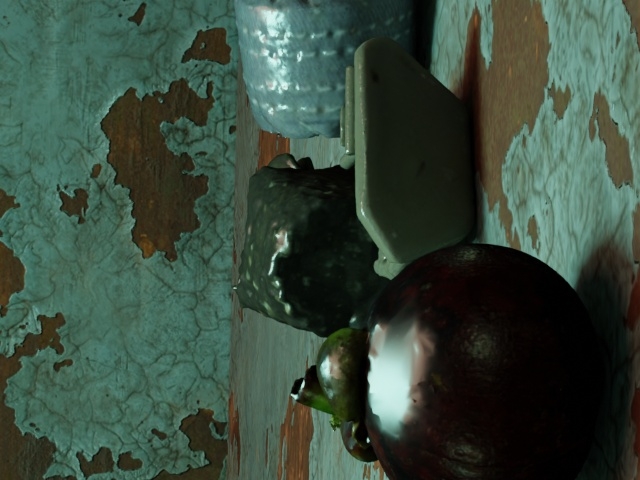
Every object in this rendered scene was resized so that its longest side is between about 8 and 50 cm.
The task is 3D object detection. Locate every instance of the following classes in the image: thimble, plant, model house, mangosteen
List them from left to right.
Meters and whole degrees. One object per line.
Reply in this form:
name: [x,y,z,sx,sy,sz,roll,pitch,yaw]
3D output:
plant: [0.000,0.000,2.132,0.276,0.188,0.199,-122,36,-73]
thimble: [0.002,-0.219,2.099,0.236,0.205,0.172,36,133,57]
model house: [0.079,-0.066,1.870,0.188,0.122,0.229,114,154,-73]
mangosteen: [0.103,0.102,1.407,0.216,0.216,0.216,-178,90,-81]

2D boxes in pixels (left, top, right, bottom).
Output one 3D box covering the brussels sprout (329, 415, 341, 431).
brussels sprout: [0.053,0.206,2.192,0.085,0.058,0.085,10,103,47]
